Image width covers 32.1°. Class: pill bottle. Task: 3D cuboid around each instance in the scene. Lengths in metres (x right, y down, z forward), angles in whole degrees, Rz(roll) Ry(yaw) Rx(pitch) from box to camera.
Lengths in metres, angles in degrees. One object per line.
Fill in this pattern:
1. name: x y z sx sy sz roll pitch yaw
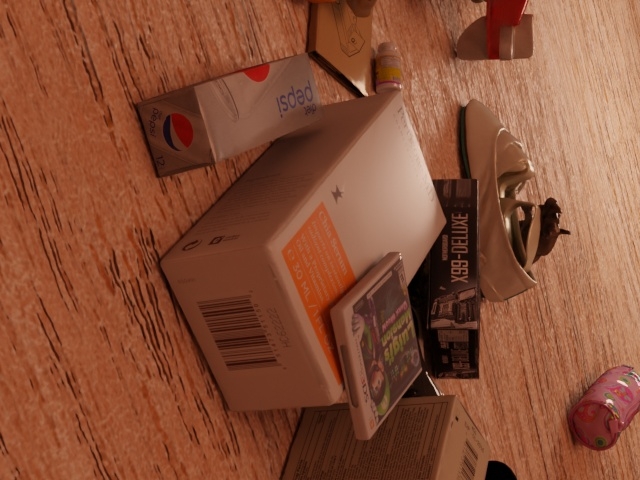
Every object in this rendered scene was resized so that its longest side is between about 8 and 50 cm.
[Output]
1. pill bottle: 0.113 -0.287 1.854 0.043 0.043 0.083 22 63 -55

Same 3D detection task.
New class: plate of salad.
1. plate of salad: 0.140 0.025 1.809 0.200 0.048 0.199 25 60 -55

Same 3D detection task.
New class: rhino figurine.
1. rhino figurine: 0.423 -0.018 2.159 0.243 0.073 0.106 126 -41 -70

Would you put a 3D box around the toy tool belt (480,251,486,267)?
1. toy tool belt: 0.267 0.016 2.030 0.083 0.052 0.051 55 8 -41

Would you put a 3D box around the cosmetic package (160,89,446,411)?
1. cosmetic package: 0.000 0.000 1.475 0.453 0.162 0.230 -53 127 -51

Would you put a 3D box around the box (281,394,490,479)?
1. box: 0.086 0.304 1.459 0.127 0.232 0.148 56 39 -35

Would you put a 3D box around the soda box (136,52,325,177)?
1. soda box: -0.105 -0.165 1.415 0.286 0.091 0.098 -31 108 -57

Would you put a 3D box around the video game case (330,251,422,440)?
1. video game case: 0.074 0.127 1.388 0.190 0.022 0.173 -41 124 -57

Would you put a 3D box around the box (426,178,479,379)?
1. box: 0.219 0.071 1.786 0.307 0.077 0.242 68 23 -68

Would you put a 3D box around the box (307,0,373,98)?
1. box: 0.035 -0.347 1.766 0.164 0.021 0.201 33 54 -51

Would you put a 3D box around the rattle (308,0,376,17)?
1. rattle: 0.018 -0.441 1.717 0.130 0.143 0.199 87 -9 -65

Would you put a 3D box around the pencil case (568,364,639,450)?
1. pencil case: 0.650 0.370 2.482 0.284 0.124 0.124 -19 98 -58

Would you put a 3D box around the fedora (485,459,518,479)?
1. fedora: 0.142 0.432 1.548 0.152 0.334 0.334 31 49 -14

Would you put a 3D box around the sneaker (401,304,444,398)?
1. sneaker: 0.097 0.186 1.609 0.147 0.105 0.295 40 30 -42

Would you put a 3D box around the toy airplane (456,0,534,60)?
1. toy airplane: 0.326 -0.528 2.118 0.386 0.272 0.384 100 13 -61

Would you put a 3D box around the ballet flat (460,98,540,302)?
1. ballet flat: 0.353 -0.083 2.110 0.139 0.139 0.400 17 67 -56
